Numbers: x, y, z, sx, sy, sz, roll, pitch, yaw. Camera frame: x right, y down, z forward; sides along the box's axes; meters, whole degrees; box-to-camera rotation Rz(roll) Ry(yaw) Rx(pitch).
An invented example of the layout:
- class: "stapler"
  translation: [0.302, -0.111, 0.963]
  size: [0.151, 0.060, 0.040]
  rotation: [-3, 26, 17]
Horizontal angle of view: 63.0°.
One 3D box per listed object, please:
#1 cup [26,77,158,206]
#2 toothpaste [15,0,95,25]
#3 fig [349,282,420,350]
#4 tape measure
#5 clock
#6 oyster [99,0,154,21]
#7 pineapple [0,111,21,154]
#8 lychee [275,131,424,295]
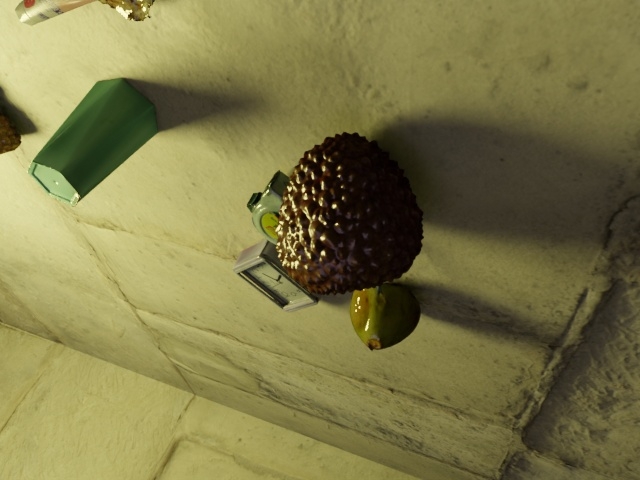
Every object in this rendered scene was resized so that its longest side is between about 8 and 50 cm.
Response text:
- class: "cup"
  translation: [-0.430, -0.180, 0.995]
  size: [0.148, 0.235, 0.134]
  rotation: [37, 146, -18]
- class: "toothpaste"
  translation: [-0.439, -0.408, 0.876]
  size: [0.195, 0.043, 0.067]
  rotation: [-7, 131, 31]
- class: "fig"
  translation: [0.132, 0.161, 1.132]
  size: [0.154, 0.165, 0.144]
  rotation: [47, 124, -9]
- class: "tape measure"
  translation: [0.001, -0.001, 1.074]
  size: [0.330, 0.084, 0.164]
  rotation: [40, 146, -18]
- class: "clock"
  translation: [-0.099, 0.085, 1.266]
  size: [0.193, 0.073, 0.145]
  rotation: [41, 143, -20]
- class: "oyster"
  translation: [-0.286, -0.401, 0.767]
  size: [0.105, 0.056, 0.177]
  rotation: [27, 147, -12]
- class: "pineapple"
  translation: [-0.802, -0.307, 1.199]
  size: [0.119, 0.111, 0.237]
  rotation: [-17, 124, 5]
- class: "lychee"
  translation: [0.043, -0.046, 0.868]
  size: [0.271, 0.271, 0.271]
  rotation: [18, 145, 13]
